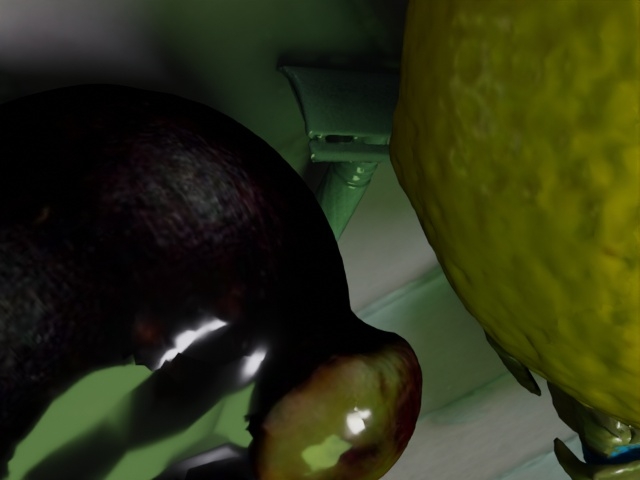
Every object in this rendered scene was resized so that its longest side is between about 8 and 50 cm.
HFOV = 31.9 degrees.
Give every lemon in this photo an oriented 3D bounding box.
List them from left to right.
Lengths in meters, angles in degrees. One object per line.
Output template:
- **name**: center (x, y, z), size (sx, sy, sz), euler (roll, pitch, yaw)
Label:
- **lemon**: center (0.183, -0.078, 0.460), size (0.336, 0.336, 0.336), euler (-14, 139, -12)

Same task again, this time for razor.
- **razor**: center (0.000, 0.000, 0.655), size (0.106, 0.068, 0.232), euler (0, 139, -25)

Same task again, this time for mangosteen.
- **mangosteen**: center (-0.086, 0.082, 0.510), size (0.275, 0.302, 0.275), euler (-39, 158, -19)

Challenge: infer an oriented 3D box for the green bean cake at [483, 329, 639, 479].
- **green bean cake**: center (0.289, 0.083, 0.711), size (0.310, 0.285, 0.202), euler (-26, 145, 5)
